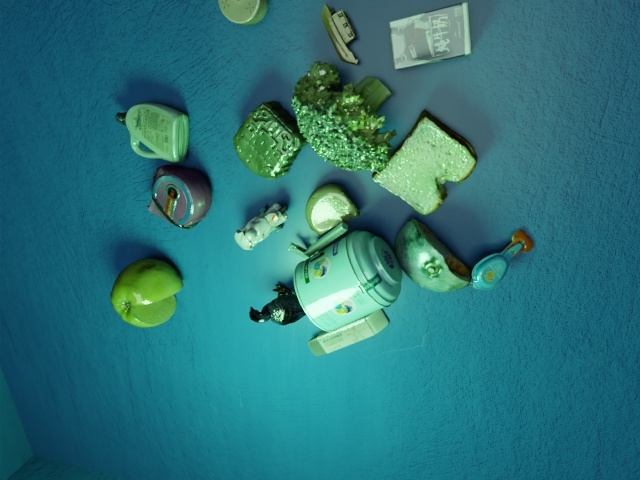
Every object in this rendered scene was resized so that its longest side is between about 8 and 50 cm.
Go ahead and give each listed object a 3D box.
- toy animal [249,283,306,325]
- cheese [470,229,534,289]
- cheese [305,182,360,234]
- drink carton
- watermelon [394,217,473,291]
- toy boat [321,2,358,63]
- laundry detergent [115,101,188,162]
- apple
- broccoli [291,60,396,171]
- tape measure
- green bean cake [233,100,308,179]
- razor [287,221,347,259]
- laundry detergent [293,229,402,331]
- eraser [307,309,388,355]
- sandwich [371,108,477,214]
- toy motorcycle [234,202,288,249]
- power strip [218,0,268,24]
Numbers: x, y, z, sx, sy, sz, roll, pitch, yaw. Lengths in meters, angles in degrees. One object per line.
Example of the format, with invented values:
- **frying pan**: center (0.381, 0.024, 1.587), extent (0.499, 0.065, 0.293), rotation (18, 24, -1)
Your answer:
- **toy animal**: center (-0.133, 0.260, 1.610), extent (0.298, 0.185, 0.122), rotation (-2, 106, -3)
- **cheese**: center (0.603, 0.070, 1.350), extent (0.256, 0.037, 0.106), rotation (-43, 101, -1)
- **cheese**: center (0.030, -0.109, 1.468), extent (0.202, 0.091, 0.175), rotation (-39, 97, 27)
- **drink carton**: center (0.321, -0.593, 1.189), extent (0.222, 0.102, 0.134), rotation (-4, 112, 20)
- **watermelon**: center (0.372, 0.095, 1.398), extent (0.322, 0.175, 0.188), rotation (41, 115, 0)
- **toy boat**: center (0.070, -0.644, 1.267), extent (0.077, 0.057, 0.200), rotation (-25, 102, 17)
- **laundry detergent**: center (-0.649, -0.418, 1.541), extent (0.280, 0.105, 0.215), rotation (14, 116, 9)
- **apple**: center (-0.743, 0.226, 1.739), extent (0.292, 0.254, 0.292), rotation (6, 109, 18)
- **broccoli**: center (0.066, -0.378, 1.256), extent (0.338, 0.317, 0.277), rotation (1, 152, 32)
- **tape measure**: center (-0.552, -0.177, 1.590), extent (0.245, 0.149, 0.231), rotation (33, 119, 10)
- **green bean cake**: center (-0.177, -0.343, 1.425), extent (0.222, 0.125, 0.227), rotation (44, 121, -2)
- **razor**: center (-0.001, 0.009, 1.469), extent (0.111, 0.056, 0.278), rotation (27, 144, -27)
- **laundry detergent**: center (0.111, 0.133, 1.428), extent (0.305, 0.287, 0.287), rotation (-31, 99, 25)
- **eraser**: center (0.107, 0.378, 1.650), extent (0.352, 0.061, 0.089), rotation (-27, 102, 24)
- **sandwich**: center (0.346, -0.242, 1.320), extent (0.249, 0.095, 0.273), rotation (39, 117, 0)
- **toy motorcycle**: center (-0.233, -0.042, 1.529), extent (0.260, 0.171, 0.110), rotation (-33, 100, 27)
- **power strip**: center (-0.249, -0.774, 1.298), extent (0.154, 0.078, 0.154), rotation (7, 115, 15)
